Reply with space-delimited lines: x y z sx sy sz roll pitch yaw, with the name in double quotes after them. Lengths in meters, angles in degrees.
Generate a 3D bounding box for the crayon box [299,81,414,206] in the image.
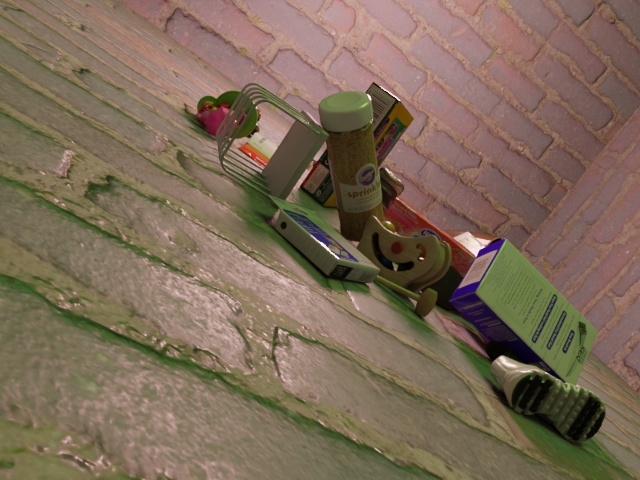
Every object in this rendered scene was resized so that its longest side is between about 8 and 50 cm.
0.119 -0.271 1.871 0.106 0.363 0.313 38 11 11 "crayon box"

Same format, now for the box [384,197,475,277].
0.308 0.014 1.862 0.300 0.142 0.154 38 10 7 "box"

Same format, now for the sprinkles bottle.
0.081 -0.170 1.474 0.121 0.121 0.356 -129 -158 -52 "sprinkles bottle"

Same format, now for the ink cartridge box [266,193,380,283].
0.000 0.000 1.227 0.208 0.045 0.206 44 13 26 "ink cartridge box"

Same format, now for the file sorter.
-0.127 -0.232 1.415 0.173 0.193 0.278 30 13 -20 "file sorter"

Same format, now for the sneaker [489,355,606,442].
0.460 0.312 1.245 0.292 0.110 0.118 32 3 -25 "sneaker"

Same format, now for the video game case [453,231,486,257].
0.481 0.058 2.144 0.212 0.193 0.023 -125 -167 -58 "video game case"

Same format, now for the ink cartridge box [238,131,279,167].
-0.133 -0.238 1.777 0.181 0.056 0.225 36 9 -3 "ink cartridge box"

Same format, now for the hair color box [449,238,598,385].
0.487 0.182 1.476 0.339 0.185 0.110 43 -31 -7 "hair color box"

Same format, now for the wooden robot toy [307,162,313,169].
-0.059 -0.332 2.305 0.076 0.079 0.173 24 18 -46 "wooden robot toy"

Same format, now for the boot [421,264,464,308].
0.333 0.131 1.669 0.305 0.112 0.115 23 -13 -36 "boot"

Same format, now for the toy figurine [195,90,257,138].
-0.268 -0.324 1.611 0.173 0.130 0.159 16 20 6 "toy figurine"

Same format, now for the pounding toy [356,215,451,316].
0.186 0.031 1.392 0.154 0.154 0.269 23 18 -52 "pounding toy"

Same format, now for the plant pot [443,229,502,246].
0.532 0.048 2.322 0.230 0.215 0.215 27 4 36 "plant pot"

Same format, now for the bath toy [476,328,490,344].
0.516 0.243 1.643 0.348 0.151 0.129 25 51 -45 "bath toy"

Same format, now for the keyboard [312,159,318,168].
0.025 -0.279 2.477 0.201 0.033 0.317 41 11 20 "keyboard"

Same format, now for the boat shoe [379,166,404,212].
0.184 -0.132 2.094 0.132 0.130 0.355 42 -11 12 "boat shoe"

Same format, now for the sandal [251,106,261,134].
-0.254 -0.429 2.080 0.120 0.086 0.303 33 12 -21 "sandal"

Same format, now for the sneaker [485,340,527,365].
0.447 0.294 1.387 0.170 0.051 0.089 40 8 3 "sneaker"
